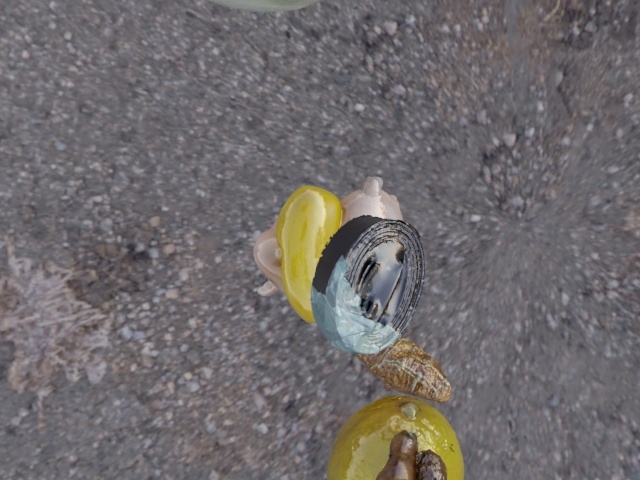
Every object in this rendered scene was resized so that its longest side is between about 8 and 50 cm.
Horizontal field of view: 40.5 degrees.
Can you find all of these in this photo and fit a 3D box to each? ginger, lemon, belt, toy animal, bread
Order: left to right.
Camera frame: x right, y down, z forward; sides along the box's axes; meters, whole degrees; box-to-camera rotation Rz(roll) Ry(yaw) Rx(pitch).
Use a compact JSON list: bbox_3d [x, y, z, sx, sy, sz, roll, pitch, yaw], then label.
[{"bbox_3d":[-0.008,-0.019,1.881,0.345,0.247,0.278,-42,119,-18],"label":"toy animal"},{"bbox_3d":[0.066,0.062,1.215,0.078,0.151,0.198,13,83,56],"label":"belt"},{"bbox_3d":[0.124,0.389,1.444,0.235,0.236,0.263,-13,114,13],"label":"lemon"},{"bbox_3d":[0.146,0.227,1.643,0.233,0.105,0.076,30,136,24],"label":"bread"},{"bbox_3d":[0.112,0.320,1.072,0.103,0.073,0.162,27,62,-1],"label":"ginger"}]

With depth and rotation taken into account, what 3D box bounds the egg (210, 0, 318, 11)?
[{"bbox_3d":[-0.092,-0.336,0.948,0.174,0.264,0.286,-49,59,42],"label":"egg"}]
